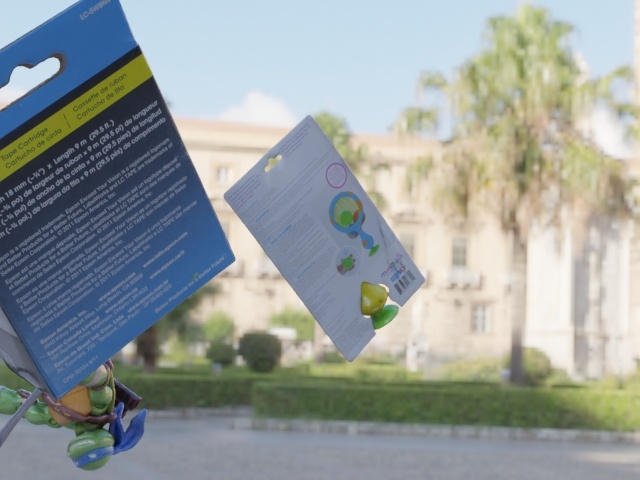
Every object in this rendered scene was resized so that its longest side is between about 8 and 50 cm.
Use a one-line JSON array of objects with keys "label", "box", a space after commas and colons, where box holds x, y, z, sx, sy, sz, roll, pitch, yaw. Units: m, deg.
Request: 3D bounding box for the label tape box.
[{"label": "label tape box", "box": [-0.250, -0.052, 1.255, 0.240, 0.334, 0.106, -39, 37, -24]}]

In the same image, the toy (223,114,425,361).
[{"label": "toy", "box": [0.000, 0.000, 1.425, 0.237, 0.137, 0.056, 52, -24, -17]}]

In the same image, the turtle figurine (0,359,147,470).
[{"label": "turtle figurine", "box": [-0.331, 0.128, 1.458, 0.274, 0.266, 0.198, -7, -20, -23]}]
